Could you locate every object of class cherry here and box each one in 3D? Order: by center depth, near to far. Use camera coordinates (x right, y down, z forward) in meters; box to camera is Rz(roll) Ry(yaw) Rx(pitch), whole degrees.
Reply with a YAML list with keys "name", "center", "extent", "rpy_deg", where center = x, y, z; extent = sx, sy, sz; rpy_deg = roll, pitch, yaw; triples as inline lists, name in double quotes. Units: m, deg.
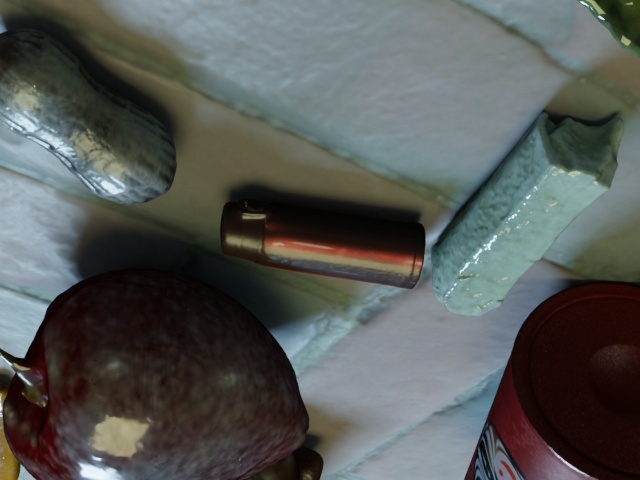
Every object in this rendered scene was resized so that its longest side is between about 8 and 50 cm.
- name: "cherry"
  center: [-0.144, 0.135, 0.821]
  extent: [0.300, 0.203, 0.230]
  rpy_deg: [16, 134, -28]

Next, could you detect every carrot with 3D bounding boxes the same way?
- name: "carrot"
  center: [-0.374, 0.233, 1.091]
  extent: [0.043, 0.043, 0.248]
  rpy_deg: [11, 140, -10]

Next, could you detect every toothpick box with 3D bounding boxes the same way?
- name: "toothpick box"
  center: [0.251, 0.216, 0.894]
  extent: [0.204, 0.204, 0.333]
  rpy_deg: [3, 143, 0]

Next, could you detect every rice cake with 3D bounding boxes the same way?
- name: "rice cake"
  center: [0.150, -0.016, 0.715]
  extent: [0.063, 0.069, 0.206]
  rpy_deg: [16, 141, -15]

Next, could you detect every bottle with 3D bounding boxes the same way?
- name: "bottle"
  center: [0.000, 0.000, 0.755]
  extent: [0.164, 0.060, 0.060]
  rpy_deg: [8, 141, -6]

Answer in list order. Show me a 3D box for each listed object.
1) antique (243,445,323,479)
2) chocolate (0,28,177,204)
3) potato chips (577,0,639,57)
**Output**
- name: "antique"
  center: [-0.089, 0.312, 1.114]
  extent: [0.143, 0.121, 0.257]
  rpy_deg: [22, 146, -8]
- name: "chocolate"
  center: [-0.167, -0.083, 0.653]
  extent: [0.072, 0.072, 0.167]
  rpy_deg: [-24, 132, 30]
- name: "potato chips"
  center: [0.158, -0.234, 0.224]
  extent: [0.373, 0.097, 0.389]
  rpy_deg: [41, 121, -21]
